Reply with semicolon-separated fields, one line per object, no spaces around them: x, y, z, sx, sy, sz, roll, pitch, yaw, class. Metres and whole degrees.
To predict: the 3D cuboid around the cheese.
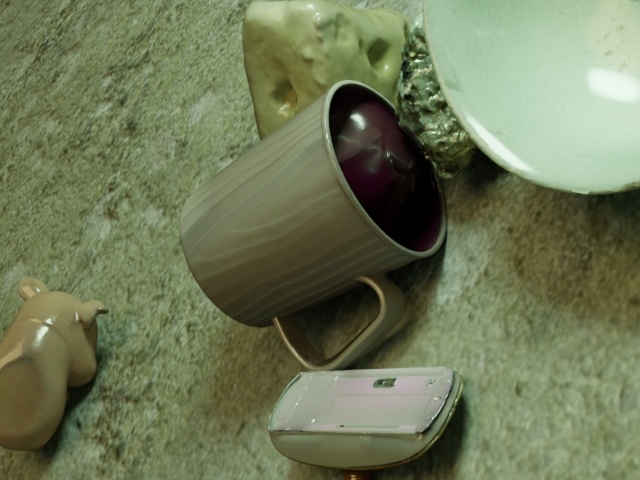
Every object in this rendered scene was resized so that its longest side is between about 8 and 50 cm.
0.028;-0.196;1.564;0.173;0.251;0.248;9;107;37;cheese

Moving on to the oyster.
0.133;-0.163;1.358;0.125;0.064;0.177;-37;71;37;oyster

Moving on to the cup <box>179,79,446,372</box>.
0.007;-0.008;1.428;0.273;0.288;0.208;-29;9;33;cup

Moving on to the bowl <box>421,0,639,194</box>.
0.328;-0.258;1.173;0.435;0.196;0.435;-1;89;44;bowl

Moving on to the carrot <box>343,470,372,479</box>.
0.040;0.276;1.290;0.032;0.032;0.093;-21;52;38;carrot

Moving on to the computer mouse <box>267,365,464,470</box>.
0.050;0.190;1.298;0.245;0.056;0.126;-9;39;40;computer mouse

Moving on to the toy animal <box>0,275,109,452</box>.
-0.425;0.189;1.767;0.166;0.154;0.250;20;74;9;toy animal
